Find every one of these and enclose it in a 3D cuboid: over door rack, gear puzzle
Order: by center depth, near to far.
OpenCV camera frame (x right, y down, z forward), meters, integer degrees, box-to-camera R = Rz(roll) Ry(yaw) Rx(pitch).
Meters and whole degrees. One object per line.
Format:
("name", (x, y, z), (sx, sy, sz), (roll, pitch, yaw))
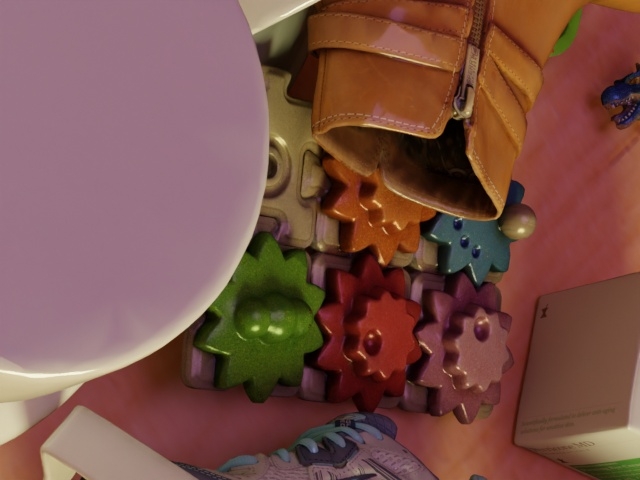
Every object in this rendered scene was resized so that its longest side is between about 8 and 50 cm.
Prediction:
("over door rack", (-0.178, 0.196, 0.680), (0.108, 0.324, 0.239), (37, 59, 2))
("gear puzzle", (0.000, 0.000, 0.967), (0.339, 0.044, 0.175), (11, 82, -44))

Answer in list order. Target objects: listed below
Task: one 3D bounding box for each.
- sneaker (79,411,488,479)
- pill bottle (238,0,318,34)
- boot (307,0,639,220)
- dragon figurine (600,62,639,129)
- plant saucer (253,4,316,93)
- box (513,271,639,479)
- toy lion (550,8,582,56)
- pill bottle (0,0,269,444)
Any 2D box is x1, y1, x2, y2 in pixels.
("sneaker", (-0.010, 0.144, 0.954), (0.283, 0.110, 0.122), (25, 54, -38))
("pill bottle", (-0.073, -0.238, 0.809), (0.169, 0.169, 0.301), (-34, 101, -36))
("boot", (0.106, -0.116, 1.010), (0.283, 0.109, 0.220), (21, 60, -38))
("dragon figurine", (0.313, -0.068, 1.235), (0.289, 0.085, 0.144), (-4, 83, -36))
("plant saucer", (-0.135, -0.212, 0.927), (0.400, 0.100, 0.400), (8, 75, -34))
("box", (0.184, 0.083, 1.095), (0.087, 0.101, 0.102), (26, 65, -29))
("toy lion", (0.118, -0.140, 1.144), (0.100, 0.034, 0.096), (18, 76, -33))
("pill bottle", (-0.188, -0.010, 0.676), (0.204, 0.361, 0.204), (10, 73, -34))
